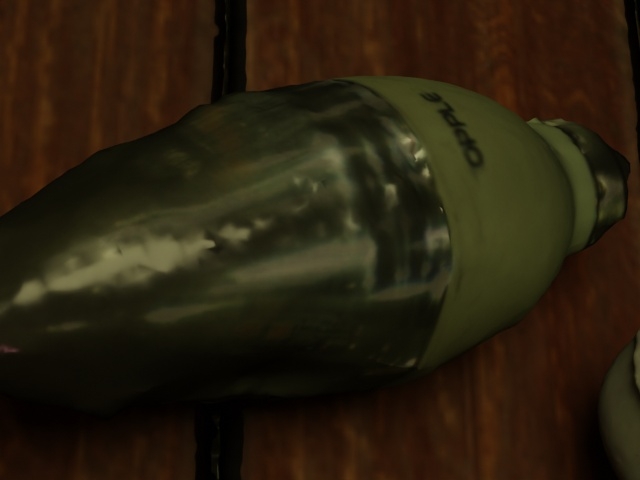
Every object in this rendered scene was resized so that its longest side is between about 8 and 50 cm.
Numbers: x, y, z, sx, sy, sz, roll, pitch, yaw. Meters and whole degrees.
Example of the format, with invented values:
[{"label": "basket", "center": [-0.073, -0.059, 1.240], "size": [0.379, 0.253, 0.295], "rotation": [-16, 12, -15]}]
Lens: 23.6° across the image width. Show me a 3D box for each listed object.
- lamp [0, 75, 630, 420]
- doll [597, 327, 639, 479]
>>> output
[{"label": "lamp", "center": [0.000, 0.000, 0.465], "size": [0.250, 0.101, 0.101], "rotation": [-11, 65, -39]}, {"label": "doll", "center": [0.155, 0.163, 0.425], "size": [0.252, 0.111, 0.237], "rotation": [41, 41, -2]}]
